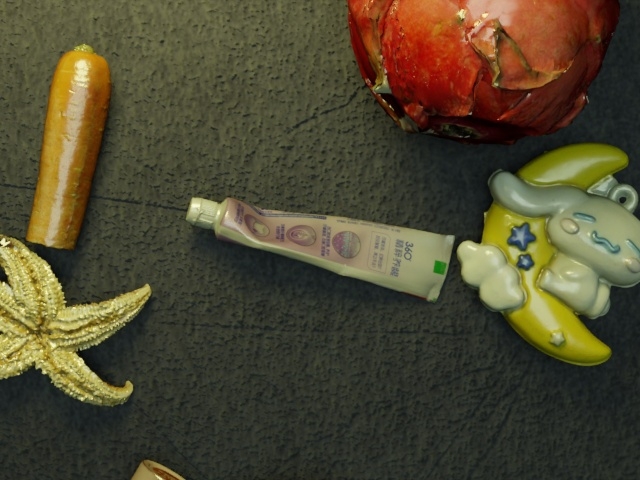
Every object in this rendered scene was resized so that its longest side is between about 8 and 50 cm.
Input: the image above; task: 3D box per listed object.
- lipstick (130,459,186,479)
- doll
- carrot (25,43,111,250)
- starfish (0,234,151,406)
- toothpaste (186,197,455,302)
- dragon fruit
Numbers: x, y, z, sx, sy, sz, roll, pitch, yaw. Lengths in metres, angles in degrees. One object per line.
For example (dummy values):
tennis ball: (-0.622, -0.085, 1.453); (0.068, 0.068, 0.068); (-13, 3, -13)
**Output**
lipstick: (-0.231, 0.368, 1.511); (0.070, 0.070, 0.254); (31, 90, -4)
doll: (0.286, 0.007, 1.510); (0.252, 0.111, 0.237); (35, 88, 5)
carrot: (-0.272, -0.103, 1.500); (0.067, 0.067, 0.225); (12, 93, -3)
starfish: (-0.296, 0.094, 1.506); (0.216, 0.071, 0.238); (-38, 100, 4)
toothpaste: (0.000, 0.000, 1.526); (0.301, 0.048, 0.075); (14, 63, -10)
dragon fruit: (0.172, -0.248, 1.414); (0.295, 0.295, 0.302); (8, 79, -3)
